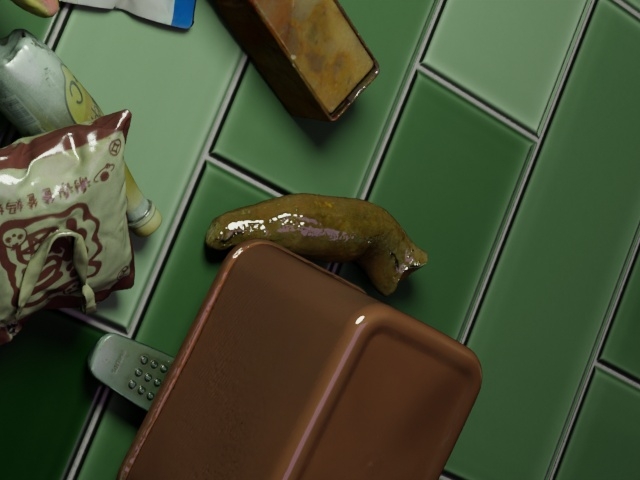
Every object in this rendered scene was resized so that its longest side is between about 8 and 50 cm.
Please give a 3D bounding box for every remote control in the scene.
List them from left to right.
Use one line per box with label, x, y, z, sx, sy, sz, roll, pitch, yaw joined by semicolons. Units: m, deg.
remote control;-0.168;0.167;1.932;0.222;0.042;0.072;32;79;-33

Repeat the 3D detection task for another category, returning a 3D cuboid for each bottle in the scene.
bottle;-0.255;-0.105;1.824;0.083;0.083;0.269;-52;126;-19

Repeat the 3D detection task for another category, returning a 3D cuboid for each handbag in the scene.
handbag;-0.288;-0.014;1.766;0.213;0.127;0.235;-21;137;-25

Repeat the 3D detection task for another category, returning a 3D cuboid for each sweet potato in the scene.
sweet potato;0.003;0.002;2.004;0.286;0.085;0.112;6;105;-35

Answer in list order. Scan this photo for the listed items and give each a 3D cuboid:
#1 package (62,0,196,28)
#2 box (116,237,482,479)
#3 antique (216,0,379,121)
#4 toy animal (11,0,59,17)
package;-0.199;-0.326;1.870;0.173;0.027;0.171;9;87;-37
box;-0.015;0.207;1.881;0.239;0.229;0.339;29;87;-41
antique;-0.057;-0.276;1.921;0.093;0.087;0.310;-48;124;-20
toy animal;-0.359;-0.334;1.664;0.181;0.180;0.363;-6;94;10
